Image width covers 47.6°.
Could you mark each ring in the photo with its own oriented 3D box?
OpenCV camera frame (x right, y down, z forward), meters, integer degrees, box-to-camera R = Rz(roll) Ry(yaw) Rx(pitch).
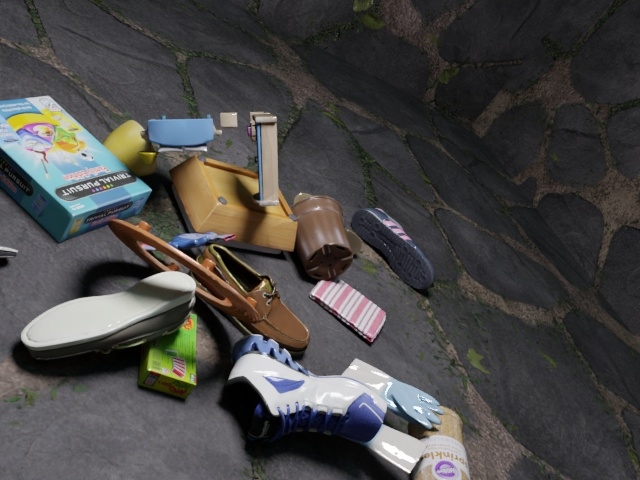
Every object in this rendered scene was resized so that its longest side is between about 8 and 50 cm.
[{"bbox_3d":[-0.251,0.054,1.371,0.336,0.032,0.336,30,-17,10],"label":"ring"}]

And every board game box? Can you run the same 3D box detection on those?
[{"bbox_3d":[-0.279,0.197,1.334,0.092,0.043,0.181,24,30,-25],"label":"board game box"},{"bbox_3d":[-0.562,-0.163,1.528,0.336,0.079,0.254,41,27,8],"label":"board game box"}]

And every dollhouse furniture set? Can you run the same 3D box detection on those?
[{"bbox_3d":[-0.259,-0.193,1.696,0.303,0.198,0.286,-2,13,-8],"label":"dollhouse furniture set"}]

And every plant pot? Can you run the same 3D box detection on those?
[{"bbox_3d":[-0.457,-0.200,1.682,0.095,0.134,0.134,-30,66,-32],"label":"plant pot"},{"bbox_3d":[0.000,0.000,1.850,0.167,0.167,0.165,18,33,-33],"label":"plant pot"}]

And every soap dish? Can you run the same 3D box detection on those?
[{"bbox_3d":[-0.207,-0.089,1.793,0.290,0.118,0.229,13,35,-41],"label":"soap dish"}]

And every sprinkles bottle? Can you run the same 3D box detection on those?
[{"bbox_3d":[0.235,0.484,1.413,0.121,0.121,0.355,31,27,-13],"label":"sprinkles bottle"}]

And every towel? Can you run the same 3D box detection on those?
[{"bbox_3d":[0.069,0.167,1.826,0.197,0.029,0.144,36,26,5],"label":"towel"}]

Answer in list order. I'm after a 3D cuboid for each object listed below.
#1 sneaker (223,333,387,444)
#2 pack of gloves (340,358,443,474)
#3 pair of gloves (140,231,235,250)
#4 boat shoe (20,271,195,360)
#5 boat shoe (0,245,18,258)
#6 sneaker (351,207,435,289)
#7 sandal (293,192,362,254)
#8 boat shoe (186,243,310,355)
[{"bbox_3d":[-0.049,0.316,1.341,0.315,0.127,0.182,25,32,3],"label":"sneaker"},{"bbox_3d":[0.121,0.362,1.483,0.232,0.046,0.195,23,43,24],"label":"pack of gloves"},{"bbox_3d":[-0.280,0.000,1.551,0.198,0.159,0.023,-19,104,-61],"label":"pair of gloves"},{"bbox_3d":[-0.352,0.144,1.243,0.305,0.091,0.109,-19,42,-35],"label":"boat shoe"},{"bbox_3d":[-0.583,0.025,1.248,0.046,0.038,0.125,4,-2,37],"label":"boat shoe"},{"bbox_3d":[0.242,0.011,2.183,0.319,0.112,0.131,48,31,18],"label":"sneaker"},{"bbox_3d":[0.009,-0.043,2.058,0.240,0.088,0.079,38,-6,-14],"label":"sandal"},{"bbox_3d":[-0.139,0.128,1.544,0.307,0.104,0.111,35,27,-5],"label":"boat shoe"}]
